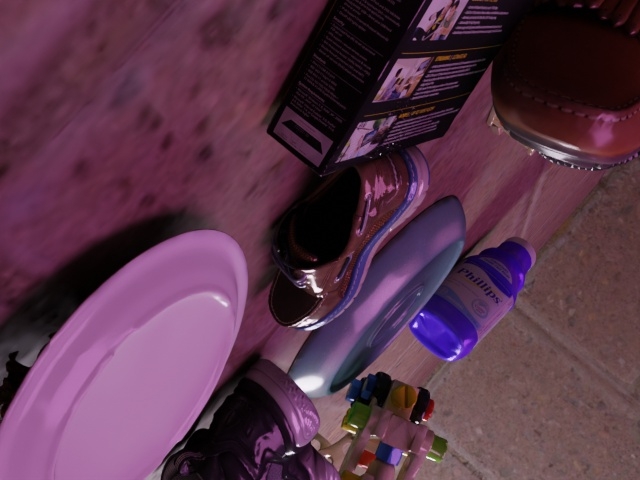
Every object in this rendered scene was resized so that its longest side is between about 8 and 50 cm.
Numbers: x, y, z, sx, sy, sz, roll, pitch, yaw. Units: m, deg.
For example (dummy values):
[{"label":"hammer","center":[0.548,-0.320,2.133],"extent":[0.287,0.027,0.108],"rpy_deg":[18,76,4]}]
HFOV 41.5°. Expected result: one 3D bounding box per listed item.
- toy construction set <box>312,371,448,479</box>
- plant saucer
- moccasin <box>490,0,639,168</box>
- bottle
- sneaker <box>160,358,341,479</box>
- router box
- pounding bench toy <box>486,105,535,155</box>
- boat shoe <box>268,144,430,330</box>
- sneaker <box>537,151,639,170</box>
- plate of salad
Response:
[{"label":"toy construction set","center":[0.050,0.277,1.075],"extent":[0.328,0.151,0.215],"rpy_deg":[-19,-133,67]},{"label":"plant saucer","center":[0.080,0.082,1.036],"extent":[0.317,0.044,0.317],"rpy_deg":[-44,164,-16]},{"label":"moccasin","center":[0.236,-0.189,0.614],"extent":[0.380,0.139,0.147],"rpy_deg":[-44,156,-34]},{"label":"bottle","center":[0.267,0.086,1.417],"extent":[0.283,0.118,0.092],"rpy_deg":[-35,159,-39]},{"label":"sneaker","center":[-0.070,0.238,0.841],"extent":[0.153,0.101,0.268],"rpy_deg":[-37,143,-21]},{"label":"router box","center":[0.059,-0.114,0.492],"extent":[0.179,0.046,0.133],"rpy_deg":[-24,151,-58]},{"label":"pounding bench toy","center":[0.213,-0.122,0.865],"extent":[0.052,0.065,0.083],"rpy_deg":[-44,164,-17]},{"label":"boat shoe","center":[0.000,0.000,0.593],"extent":[0.066,0.066,0.183],"rpy_deg":[-9,142,-43]},{"label":"sneaker","center":[0.378,-0.185,1.086],"extent":[0.331,0.146,0.122],"rpy_deg":[-16,123,-22]},{"label":"plate of salad","center":[-0.110,0.077,0.468],"extent":[0.200,0.048,0.199],"rpy_deg":[-47,157,-28]}]
